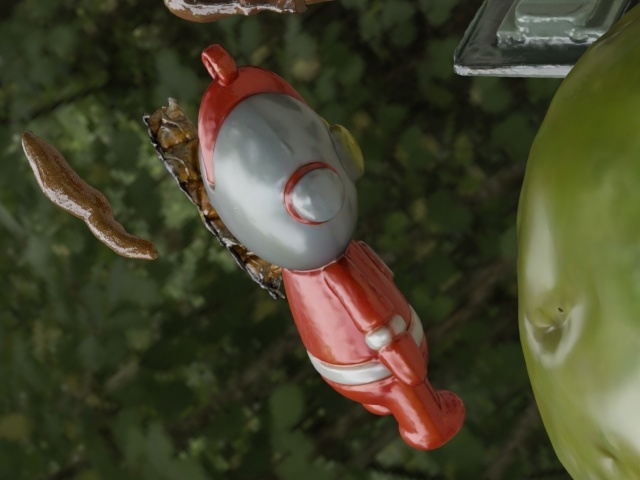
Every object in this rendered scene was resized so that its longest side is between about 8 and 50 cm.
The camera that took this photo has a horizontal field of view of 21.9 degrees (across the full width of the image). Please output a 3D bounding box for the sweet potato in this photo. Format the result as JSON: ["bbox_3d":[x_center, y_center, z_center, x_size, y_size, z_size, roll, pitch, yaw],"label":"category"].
[{"bbox_3d":[-0.219,-0.036,1.537,0.179,0.044,0.044,45,174,13],"label":"sweet potato"}]

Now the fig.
[{"bbox_3d":[0.180,0.033,0.572,0.233,0.233,0.314,47,165,29],"label":"fig"}]

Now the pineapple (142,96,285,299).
[{"bbox_3d":[-0.083,-0.038,1.476,0.221,0.047,0.221,55,-178,-2],"label":"pineapple"}]

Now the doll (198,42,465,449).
[{"bbox_3d":[0.000,0.000,1.194,0.336,0.105,0.200,60,169,-24],"label":"doll"}]

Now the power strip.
[{"bbox_3d":[0.243,-0.237,1.614,0.198,0.213,0.064,1,129,25],"label":"power strip"}]

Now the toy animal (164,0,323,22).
[{"bbox_3d":[-0.054,-0.215,1.301,0.230,0.224,0.066,11,110,45],"label":"toy animal"}]
